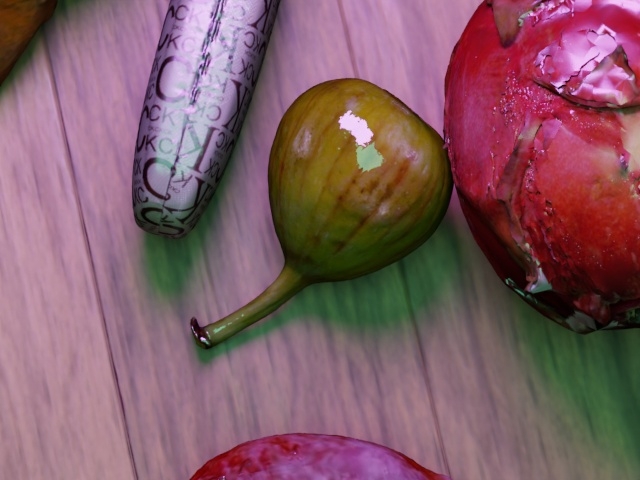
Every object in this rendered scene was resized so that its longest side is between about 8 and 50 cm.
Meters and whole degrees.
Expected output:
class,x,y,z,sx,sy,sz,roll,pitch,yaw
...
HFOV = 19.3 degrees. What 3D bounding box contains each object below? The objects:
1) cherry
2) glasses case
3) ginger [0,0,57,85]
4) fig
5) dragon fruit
class,x,y,z,sx,sy,sz,roll,pitch,yaw
cherry,-0.002,0.236,1.449,0.250,0.175,0.192,-18,71,-7
glasses case,-0.082,-0.174,1.519,0.085,0.137,0.354,15,81,-1
ginger,-0.238,-0.265,1.515,0.321,0.165,0.172,-43,113,7
fig,0.000,0.000,1.502,0.151,0.151,0.259,32,95,2
dragon fruit,0.241,-0.081,1.449,0.296,0.295,0.301,-7,71,-3
